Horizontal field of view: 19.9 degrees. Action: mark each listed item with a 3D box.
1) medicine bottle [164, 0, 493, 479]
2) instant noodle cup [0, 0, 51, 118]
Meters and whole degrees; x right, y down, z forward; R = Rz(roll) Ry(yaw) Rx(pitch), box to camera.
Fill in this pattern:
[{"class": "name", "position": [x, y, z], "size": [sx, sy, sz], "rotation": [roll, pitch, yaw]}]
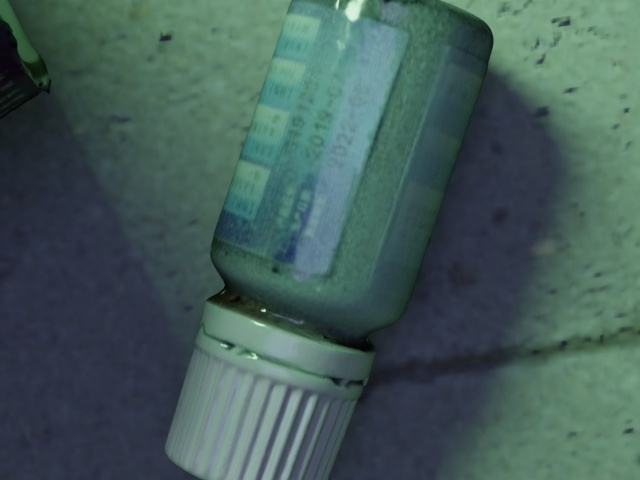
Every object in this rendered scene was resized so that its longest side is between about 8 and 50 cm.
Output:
[{"class": "medicine bottle", "position": [0.000, 0.000, 0.712], "size": [0.083, 0.083, 0.203], "rotation": [19, 90, 6]}, {"class": "instant noodle cup", "position": [-0.267, -0.109, 0.637], "size": [0.266, 0.340, 0.340], "rotation": [-26, 87, -2]}]
